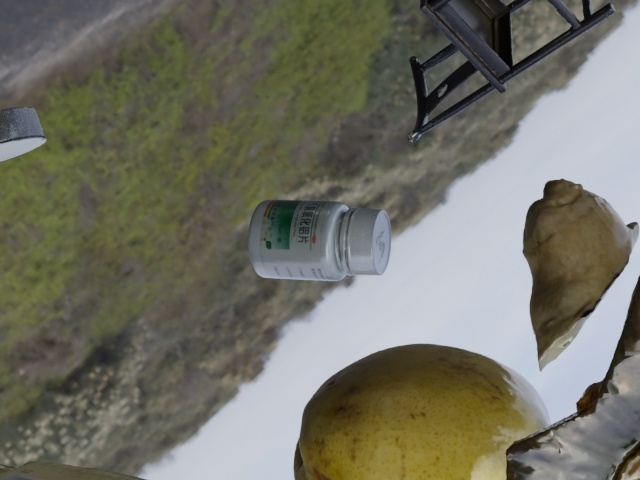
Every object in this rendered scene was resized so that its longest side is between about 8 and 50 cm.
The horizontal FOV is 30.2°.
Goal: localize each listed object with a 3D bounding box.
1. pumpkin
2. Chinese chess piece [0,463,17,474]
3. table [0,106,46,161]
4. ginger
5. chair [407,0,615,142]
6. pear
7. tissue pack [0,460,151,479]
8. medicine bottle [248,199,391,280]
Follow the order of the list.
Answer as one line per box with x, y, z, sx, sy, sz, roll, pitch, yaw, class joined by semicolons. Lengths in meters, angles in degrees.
0.249;0.155;0.795;0.258;0.290;0.095;-44;-177;18;pumpkin
-0.294;0.296;1.027;0.103;0.249;0.250;-66;172;17;Chinese chess piece
-0.414;-0.126;1.481;0.133;0.043;0.133;-18;179;0;table
0.237;0.030;1.179;0.193;0.122;0.115;-56;-170;-34;ginger
0.162;-0.243;1.252;0.260;0.141;0.155;-32;-150;30;chair
0.122;0.259;1.365;0.314;0.314;0.314;-42;180;0;pear
-0.155;0.215;0.826;0.222;0.186;0.090;92;13;-83;tissue pack
0.000;0.000;1.184;0.130;0.080;0.080;1;-162;20;medicine bottle
